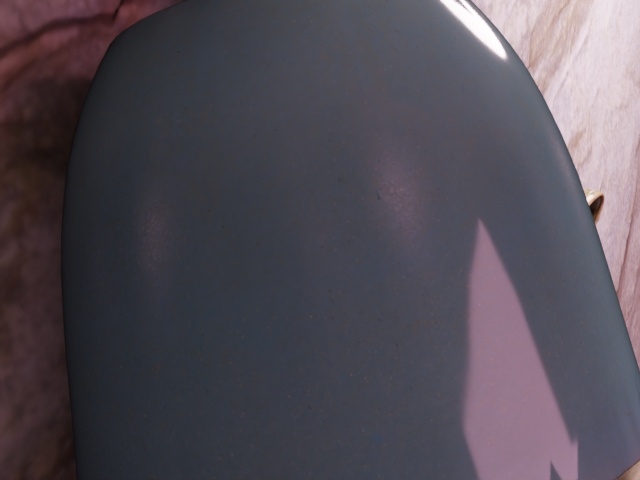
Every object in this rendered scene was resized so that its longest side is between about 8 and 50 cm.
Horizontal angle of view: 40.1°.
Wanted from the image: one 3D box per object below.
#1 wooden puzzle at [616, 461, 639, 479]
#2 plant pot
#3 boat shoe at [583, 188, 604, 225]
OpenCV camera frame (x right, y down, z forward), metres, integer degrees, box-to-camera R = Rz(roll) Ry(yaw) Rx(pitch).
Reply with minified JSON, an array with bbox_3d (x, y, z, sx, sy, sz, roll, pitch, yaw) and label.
[{"bbox_3d":[-0.002,0.203,0.433,0.080,0.322,0.348,54,28,8],"label":"wooden puzzle"},{"bbox_3d":[0.000,0.000,0.459,0.293,0.293,0.235,-14,93,-59],"label":"plant pot"},{"bbox_3d":[0.309,0.029,1.171,0.104,0.089,0.285,61,43,-43],"label":"boat shoe"}]
